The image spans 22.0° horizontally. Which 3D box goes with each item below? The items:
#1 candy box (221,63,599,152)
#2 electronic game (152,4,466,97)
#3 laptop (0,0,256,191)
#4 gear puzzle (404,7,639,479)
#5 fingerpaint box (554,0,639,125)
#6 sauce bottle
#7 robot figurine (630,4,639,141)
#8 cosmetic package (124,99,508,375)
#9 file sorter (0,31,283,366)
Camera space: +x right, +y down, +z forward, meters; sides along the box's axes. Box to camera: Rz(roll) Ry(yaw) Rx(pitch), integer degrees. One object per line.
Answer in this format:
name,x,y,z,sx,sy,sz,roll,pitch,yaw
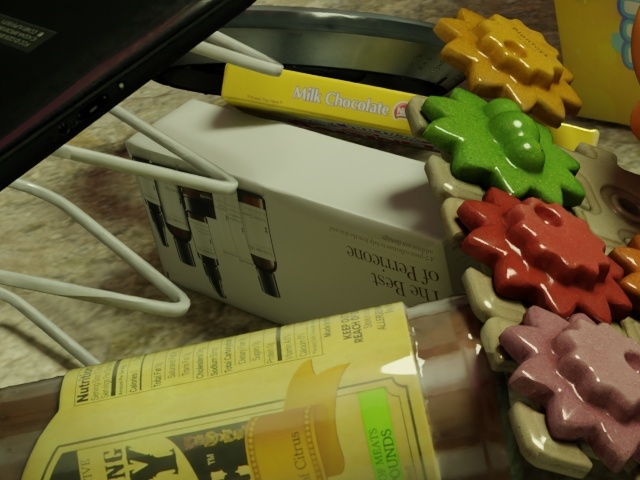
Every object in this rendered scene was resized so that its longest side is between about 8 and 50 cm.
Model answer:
candy box,0.052,-0.067,0.933,0.206,0.027,0.105,11,-2,7
electronic game,-0.013,-0.119,1.033,0.229,0.048,0.229,3,-2,0
laptop,-0.247,0.052,0.690,0.408,0.236,0.382,-40,39,-25
gear puzzle,0.131,-0.013,0.759,0.175,0.044,0.339,17,34,-24
fingerpaint box,0.282,-0.339,0.992,0.163,0.444,0.371,15,41,40
sauce bottle,-0.085,0.108,0.721,0.344,0.111,0.111,-13,30,3
robot figurine,0.234,-0.065,0.774,0.128,0.219,0.158,-37,8,-3
cosmetic package,0.000,0.000,0.877,0.239,0.098,0.060,18,44,42
file sorter,-0.145,-0.067,0.830,0.173,0.277,0.193,14,13,-44
